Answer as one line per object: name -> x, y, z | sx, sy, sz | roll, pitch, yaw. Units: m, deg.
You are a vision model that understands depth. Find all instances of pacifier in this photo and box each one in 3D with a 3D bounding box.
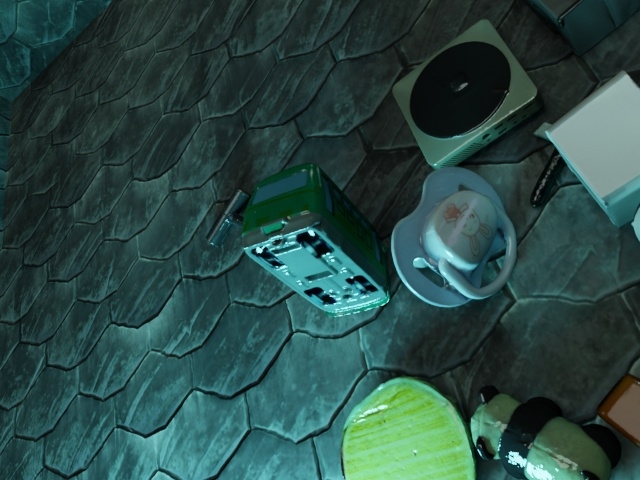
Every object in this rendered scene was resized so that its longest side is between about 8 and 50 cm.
pacifier -> 0.242, 0.004, 1.158 | 0.287, 0.238, 0.225 | -58, 13, -20

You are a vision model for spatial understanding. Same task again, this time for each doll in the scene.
doll -> 0.349, 0.323, 0.943 | 0.234, 0.135, 0.144 | 23, 84, 46

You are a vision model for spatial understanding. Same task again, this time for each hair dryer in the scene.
hair dryer -> -0.212, -0.028, 1.597 | 0.195, 0.050, 0.173 | 39, 100, 38

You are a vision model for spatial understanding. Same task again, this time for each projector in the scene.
projector -> 0.309, -0.309, 1.282 | 0.257, 0.079, 0.259 | -34, 53, 23

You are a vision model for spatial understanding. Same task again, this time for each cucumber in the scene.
cucumber -> 0.436, -0.120, 1.134 | 0.032, 0.032, 0.133 | 27, 89, 42

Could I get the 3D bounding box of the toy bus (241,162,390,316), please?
toy bus -> 0.000, 0.000, 1.228 | 0.183, 0.343, 0.200 | -17, 53, 25

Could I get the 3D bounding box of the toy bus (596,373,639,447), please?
toy bus -> 0.566, 0.335, 0.792 | 0.093, 0.092, 0.409 | -53, 50, 4

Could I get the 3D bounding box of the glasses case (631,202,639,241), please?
glasses case -> 0.596, 0.022, 0.829 | 0.314, 0.075, 0.122 | 33, 116, 8

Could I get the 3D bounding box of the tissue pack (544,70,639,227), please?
tissue pack -> 0.478, -0.132, 0.947 | 0.136, 0.246, 0.160 | -38, 67, 22

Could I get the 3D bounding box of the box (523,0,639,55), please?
box -> 0.500, -0.529, 1.182 | 0.188, 0.153, 0.252 | -41, 52, 19

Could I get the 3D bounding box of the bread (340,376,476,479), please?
bread -> 0.160, 0.406, 1.093 | 0.301, 0.045, 0.302 | -12, 72, 42

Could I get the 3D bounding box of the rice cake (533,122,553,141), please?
rice cake -> 0.485, -0.192, 1.128 | 0.170, 0.029, 0.033 | 30, 97, 43

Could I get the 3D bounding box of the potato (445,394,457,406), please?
potato -> 0.223, 0.311, 1.114 | 0.093, 0.036, 0.037 | -6, 97, 45
